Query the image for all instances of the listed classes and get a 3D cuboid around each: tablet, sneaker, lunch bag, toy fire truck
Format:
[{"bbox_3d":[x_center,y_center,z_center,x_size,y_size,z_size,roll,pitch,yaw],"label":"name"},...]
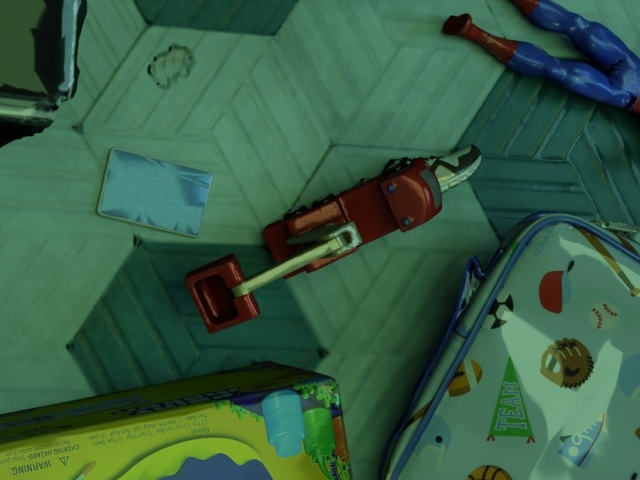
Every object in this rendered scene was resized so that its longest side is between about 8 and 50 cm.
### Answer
[{"bbox_3d":[-0.127,-0.037,1.333,0.083,0.006,0.054,14,85,-17],"label":"tablet"},{"bbox_3d":[0.080,-0.053,1.380,0.109,0.040,0.044,-29,96,-16],"label":"sneaker"},{"bbox_3d":[0.189,0.129,1.338,0.243,0.115,0.303,29,93,2],"label":"lunch bag"},{"bbox_3d":[0.000,0.000,1.297,0.192,0.135,0.047,-24,98,9],"label":"toy fire truck"}]

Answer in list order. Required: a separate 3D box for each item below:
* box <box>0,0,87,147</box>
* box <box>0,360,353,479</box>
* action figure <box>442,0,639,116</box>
[{"bbox_3d":[-0.405,-0.210,1.006,0.480,0.472,0.297,4,87,-17],"label":"box"},{"bbox_3d":[-0.126,0.253,1.241,0.290,0.177,0.279,-11,93,-17],"label":"box"},{"bbox_3d":[0.251,-0.135,1.389,0.280,0.139,0.091,27,83,-18],"label":"action figure"}]
